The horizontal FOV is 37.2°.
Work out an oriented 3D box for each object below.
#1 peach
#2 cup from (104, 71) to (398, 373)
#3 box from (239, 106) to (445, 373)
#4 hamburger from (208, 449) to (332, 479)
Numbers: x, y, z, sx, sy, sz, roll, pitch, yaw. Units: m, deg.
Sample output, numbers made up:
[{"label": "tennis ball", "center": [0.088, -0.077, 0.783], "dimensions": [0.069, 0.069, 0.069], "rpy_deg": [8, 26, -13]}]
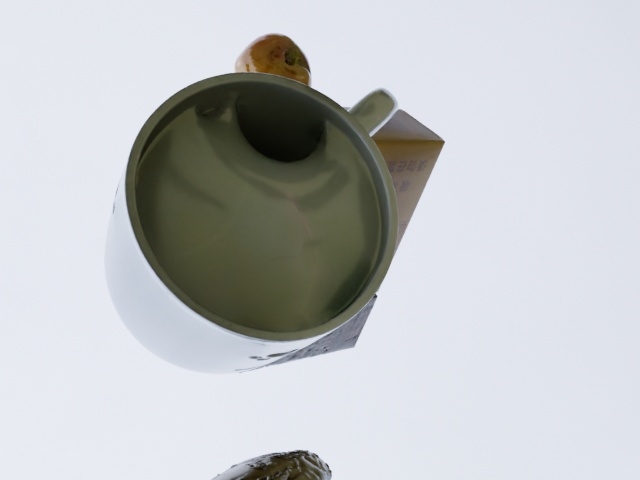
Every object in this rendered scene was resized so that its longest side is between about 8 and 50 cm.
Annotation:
[{"label": "peach", "center": [-0.082, -0.289, 1.661], "dimensions": [0.138, 0.138, 0.138], "rpy_deg": [17, -123, -29]}, {"label": "cup", "center": [-0.059, -0.029, 1.002], "dimensions": [0.259, 0.274, 0.356], "rpy_deg": [47, -117, -1]}, {"label": "box", "center": [-0.001, 0.000, 1.463], "dimensions": [0.264, 0.415, 0.116], "rpy_deg": [-6, -143, -44]}, {"label": "hamburger", "center": [-0.115, 0.330, 1.037], "dimensions": [0.134, 0.284, 0.265], "rpy_deg": [62, -159, 5]}]
